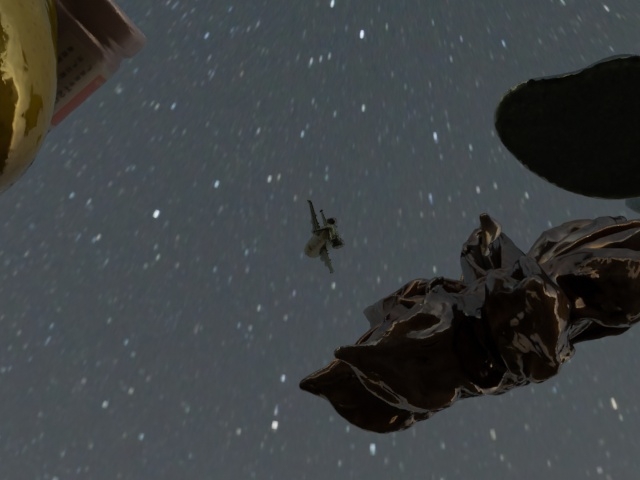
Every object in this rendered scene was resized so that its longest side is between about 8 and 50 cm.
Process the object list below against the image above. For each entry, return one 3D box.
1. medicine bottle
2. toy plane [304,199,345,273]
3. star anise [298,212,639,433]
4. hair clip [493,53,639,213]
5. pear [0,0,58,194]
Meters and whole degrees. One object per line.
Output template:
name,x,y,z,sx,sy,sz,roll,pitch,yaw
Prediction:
medicine bottle,-0.279,-0.134,1.168,0.250,0.133,0.133,-41,-76,-1
toy plane,0.003,-0.001,1.405,0.033,0.083,0.080,-15,-107,-15
star anise,0.098,0.037,0.734,0.230,0.262,0.081,-28,-87,5
hair clip,0.418,-0.078,1.307,0.318,0.238,0.392,-44,-101,30
pear,-0.253,-0.092,0.905,0.267,0.178,0.267,-26,-40,-24
